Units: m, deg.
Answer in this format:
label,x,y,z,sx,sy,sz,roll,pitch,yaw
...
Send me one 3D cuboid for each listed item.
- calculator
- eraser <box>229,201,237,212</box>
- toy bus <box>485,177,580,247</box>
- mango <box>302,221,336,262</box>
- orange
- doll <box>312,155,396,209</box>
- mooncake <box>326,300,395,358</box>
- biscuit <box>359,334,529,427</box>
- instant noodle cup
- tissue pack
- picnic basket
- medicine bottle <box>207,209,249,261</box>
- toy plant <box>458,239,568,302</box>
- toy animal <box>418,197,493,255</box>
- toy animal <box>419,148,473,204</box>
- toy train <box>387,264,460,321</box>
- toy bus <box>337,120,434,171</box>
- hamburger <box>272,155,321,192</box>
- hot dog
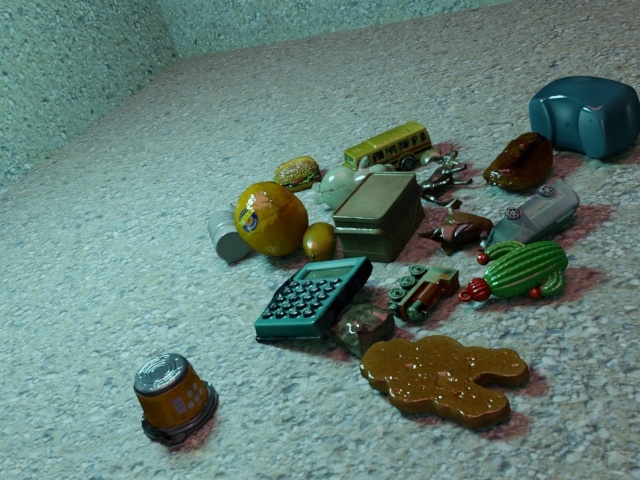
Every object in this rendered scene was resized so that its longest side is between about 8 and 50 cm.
label,x,y,z,sx,sy,sz,roll,pitch,yaw
calculator,-0.024,0.136,1.692,0.248,0.058,0.274,-9,29,46
eraser,-0.200,-0.100,2.201,0.150,0.023,0.104,-6,22,-29
toy bus,0.516,-0.052,1.705,0.262,0.091,0.109,-32,65,-20
mango,0.000,0.000,1.924,0.075,0.098,0.190,-51,9,31
orange,-0.139,-0.059,1.968,0.219,0.193,0.219,23,35,-17
doll,0.102,-0.166,2.081,0.275,0.154,0.113,-10,1,10
mooncake,0.092,0.191,1.575,0.130,0.073,0.125,-33,31,-26
biscuit,0.234,0.270,1.391,0.334,0.047,0.202,7,38,33
instant noodle cup,-0.330,0.329,1.528,0.178,0.125,0.208,-22,30,-5
tissue pack,0.755,-0.358,1.974,0.206,0.198,0.287,-33,31,-20
picnic basket,0.161,-0.070,1.893,0.165,0.139,0.266,4,37,33
medicine bottle,-0.276,-0.016,2.085,0.105,0.105,0.168,-23,30,-7
toy plant,0.429,0.066,1.565,0.240,0.088,0.154,-5,55,16
toy animal,0.350,-0.013,1.762,0.188,0.089,0.179,-17,45,-7
toy animal,0.355,-0.200,2.047,0.214,0.093,0.186,-42,29,-21
toy train,0.234,0.121,1.612,0.118,0.074,0.176,12,40,36
toy bus,0.184,-0.262,2.211,0.336,0.123,0.121,-24,30,-10
hamburger,-0.084,-0.226,2.336,0.166,0.087,0.137,-18,30,1
hot dog,0.551,-0.212,1.949,0.227,0.099,0.160,-36,34,-25
